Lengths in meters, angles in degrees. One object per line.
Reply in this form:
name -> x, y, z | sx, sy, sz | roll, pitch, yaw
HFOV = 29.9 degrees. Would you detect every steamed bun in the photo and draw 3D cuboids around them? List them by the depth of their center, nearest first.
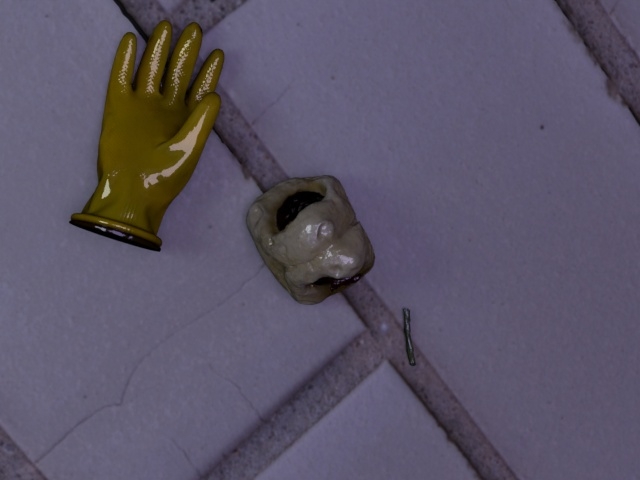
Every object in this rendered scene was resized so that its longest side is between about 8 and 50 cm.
steamed bun -> 0.000, 0.000, 1.548 | 0.141, 0.155, 0.172 | -32, 100, -9

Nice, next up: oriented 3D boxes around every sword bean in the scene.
sword bean -> 0.122, 0.134, 1.663 | 0.012, 0.012, 0.083 | -8, 98, -14

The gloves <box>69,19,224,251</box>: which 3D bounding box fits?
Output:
gloves -> -0.216, -0.143, 1.519 | 0.133, 0.116, 0.294 | 20, 82, -22
